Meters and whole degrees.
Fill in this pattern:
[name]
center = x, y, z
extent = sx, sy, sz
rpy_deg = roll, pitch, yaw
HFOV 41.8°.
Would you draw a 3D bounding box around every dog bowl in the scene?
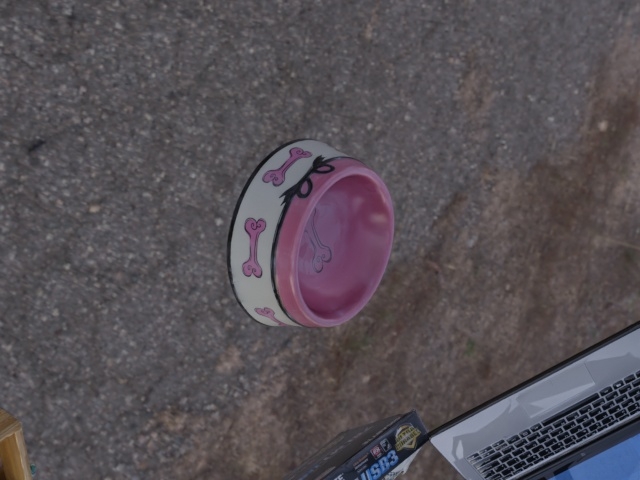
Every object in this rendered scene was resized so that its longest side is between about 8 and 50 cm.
[dog bowl]
center = 0.000, 0.000, 1.739
extent = 0.408, 0.150, 0.408
rpy_deg = -23, 120, -47

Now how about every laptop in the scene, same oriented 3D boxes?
[laptop]
center = 0.445, 0.391, 1.329
extent = 0.382, 0.236, 0.408
rpy_deg = -31, 134, 9

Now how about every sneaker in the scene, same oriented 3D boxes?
[sneaker]
center = 0.181, 0.469, 1.888
extent = 0.235, 0.090, 0.094
rpy_deg = 0, 97, -67

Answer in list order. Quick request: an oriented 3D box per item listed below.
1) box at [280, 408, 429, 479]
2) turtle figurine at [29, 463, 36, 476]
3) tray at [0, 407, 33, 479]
[box]
center = 0.018, 0.435, 1.537
extent = 0.295, 0.073, 0.293
rpy_deg = -30, 174, -32
[turtle figurine]
center = -0.661, 0.540, 1.752
extent = 0.175, 0.234, 0.118
rpy_deg = -40, 166, -21
[tray]
center = -0.605, 0.436, 1.199
extent = 0.411, 0.076, 0.202
rpy_deg = -39, 142, -44
